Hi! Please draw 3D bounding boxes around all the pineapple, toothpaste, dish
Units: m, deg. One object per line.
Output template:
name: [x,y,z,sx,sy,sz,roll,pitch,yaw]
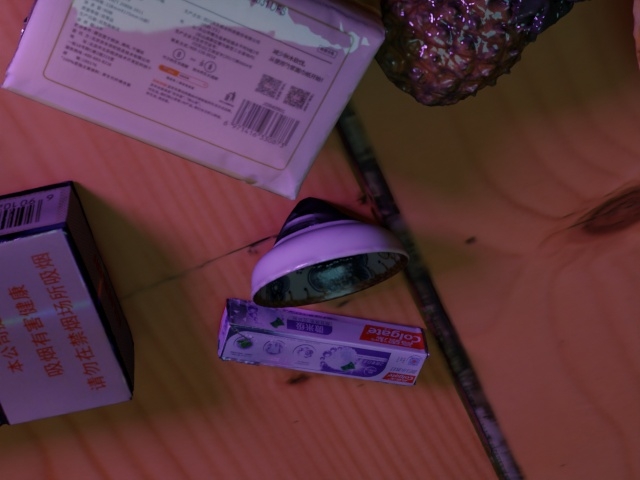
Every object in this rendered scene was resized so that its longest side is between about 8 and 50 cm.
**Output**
pineapple: [0.134,-0.174,0.820,0.198,0.108,0.108,-25,126,32]
toothpaste: [0.002,0.097,1.058,0.196,0.040,0.047,10,128,-13]
dish: [0.000,0.000,0.976,0.141,0.078,0.141,-14,163,-4]

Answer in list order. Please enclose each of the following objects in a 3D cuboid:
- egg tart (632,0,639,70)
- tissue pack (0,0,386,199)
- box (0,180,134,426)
egg tart: [0.380,-0.204,0.840,0.319,0.128,0.319,-3,127,-4]
tissue pack: [-0.089,-0.152,0.818,0.234,0.125,0.159,20,119,-18]
box: [-0.335,0.075,0.973,0.310,0.084,0.198,-12,126,1]
